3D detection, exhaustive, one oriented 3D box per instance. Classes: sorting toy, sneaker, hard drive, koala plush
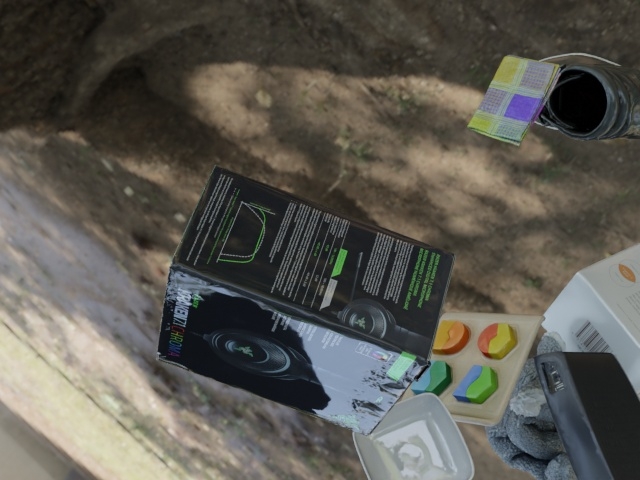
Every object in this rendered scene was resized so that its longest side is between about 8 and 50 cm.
[{"bbox_3d":[0.224,0.185,1.400,0.193,0.208,0.038,-2,135,48],"label":"sorting toy"},{"bbox_3d":[0.306,-0.187,1.153,0.296,0.147,0.104,27,112,56],"label":"sneaker"},{"bbox_3d":[0.417,0.277,1.330,0.054,0.172,0.254,-43,53,40],"label":"hard drive"},{"bbox_3d":[0.384,0.285,1.602,0.203,0.196,0.221,16,138,27],"label":"koala plush"}]

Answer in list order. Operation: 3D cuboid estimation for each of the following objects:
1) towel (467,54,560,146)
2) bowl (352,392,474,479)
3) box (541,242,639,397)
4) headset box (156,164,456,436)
[{"bbox_3d":[0.177,-0.131,0.838,0.060,0.083,0.009,25,173,35],"label":"towel"},{"bbox_3d":[0.127,0.297,1.265,0.053,0.142,0.142,83,162,-68],"label":"bowl"},{"bbox_3d":[0.608,0.126,1.643,0.215,0.345,0.168,56,150,25],"label":"box"},{"bbox_3d":[-0.016,0.080,0.986,0.283,0.131,0.246,21,149,-2],"label":"headset box"}]
